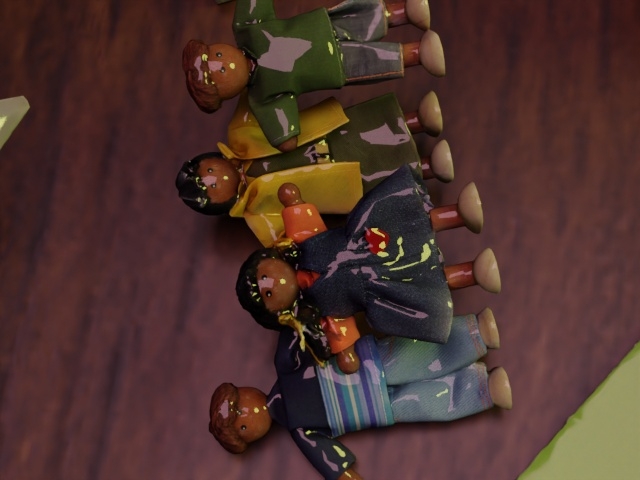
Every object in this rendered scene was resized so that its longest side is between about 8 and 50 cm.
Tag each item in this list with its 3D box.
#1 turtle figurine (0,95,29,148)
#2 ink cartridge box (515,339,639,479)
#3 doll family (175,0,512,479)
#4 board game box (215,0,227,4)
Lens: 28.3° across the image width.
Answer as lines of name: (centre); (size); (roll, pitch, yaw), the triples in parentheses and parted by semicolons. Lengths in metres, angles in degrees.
turtle figurine: (-0.190, 0.135, 0.365); (0.197, 0.266, 0.275); (-8, 104, 40)
ink cartridge box: (0.108, 0.155, 0.399); (0.189, 0.097, 0.255); (41, 81, 15)
doll family: (0.000, 0.000, 0.470); (0.111, 0.076, 0.193); (-13, 75, -4)
board game box: (0.014, -0.173, 0.547); (0.154, 0.026, 0.103); (-16, 72, -1)
